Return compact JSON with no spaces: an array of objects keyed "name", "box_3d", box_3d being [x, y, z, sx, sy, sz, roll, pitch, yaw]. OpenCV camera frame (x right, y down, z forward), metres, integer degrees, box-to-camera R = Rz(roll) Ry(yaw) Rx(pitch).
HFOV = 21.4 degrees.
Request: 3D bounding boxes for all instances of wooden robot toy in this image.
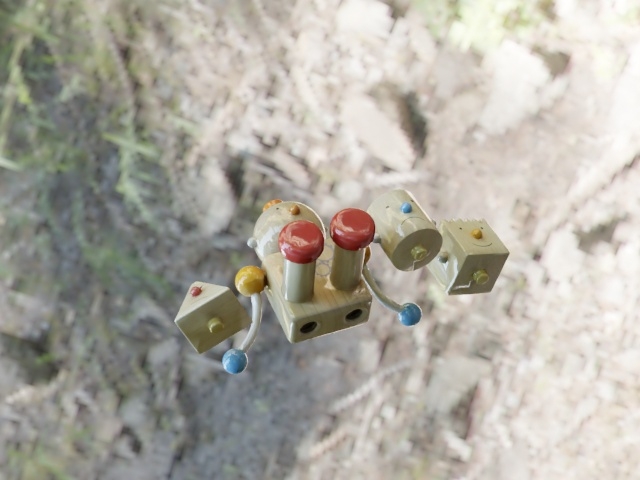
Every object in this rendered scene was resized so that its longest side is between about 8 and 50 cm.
[{"name":"wooden robot toy","box_3d":[0.000,0.000,0.816,0.076,0.173,0.079,95,153,-43]}]
